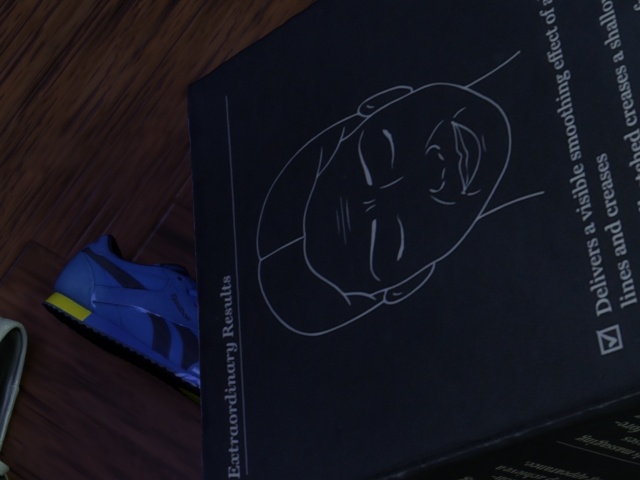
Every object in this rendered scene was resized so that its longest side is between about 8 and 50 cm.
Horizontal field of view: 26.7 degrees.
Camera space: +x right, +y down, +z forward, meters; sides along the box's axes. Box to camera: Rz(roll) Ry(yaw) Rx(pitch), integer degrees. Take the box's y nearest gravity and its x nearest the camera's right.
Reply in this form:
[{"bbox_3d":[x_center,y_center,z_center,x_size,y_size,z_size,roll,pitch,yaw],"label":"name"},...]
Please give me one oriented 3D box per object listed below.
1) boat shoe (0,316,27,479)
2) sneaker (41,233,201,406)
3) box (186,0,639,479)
[{"bbox_3d":[-0.254,0.152,0.924,0.081,0.079,0.227,-1,62,19],"label":"boat shoe"},{"bbox_3d":[-0.095,0.060,0.932,0.209,0.069,0.082,28,72,24],"label":"sneaker"},{"bbox_3d":[0.132,-0.011,0.734,0.395,0.212,0.294,-26,57,37],"label":"box"}]
